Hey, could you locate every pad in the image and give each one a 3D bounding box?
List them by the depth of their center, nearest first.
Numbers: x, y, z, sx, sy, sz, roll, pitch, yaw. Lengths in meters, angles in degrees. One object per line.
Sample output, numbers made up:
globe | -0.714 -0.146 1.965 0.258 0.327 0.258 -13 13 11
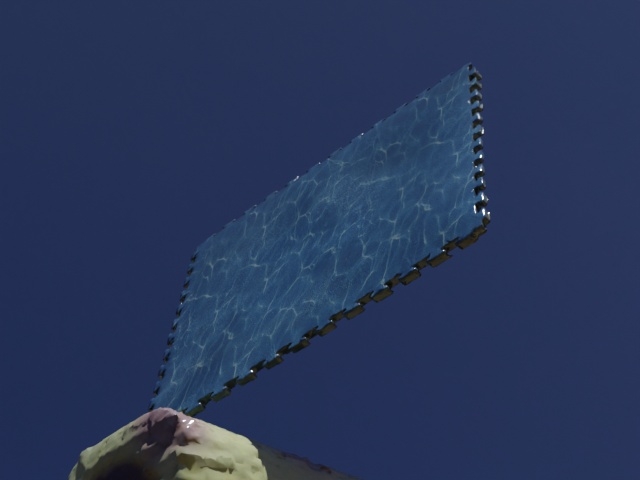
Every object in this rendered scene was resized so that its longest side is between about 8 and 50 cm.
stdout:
pad | 0.000 0.000 1.045 0.269 0.269 0.012 -34 -70 18

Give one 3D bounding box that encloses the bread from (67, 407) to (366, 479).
bread | 0.008 0.238 0.964 0.338 0.187 0.155 24 -43 -30
